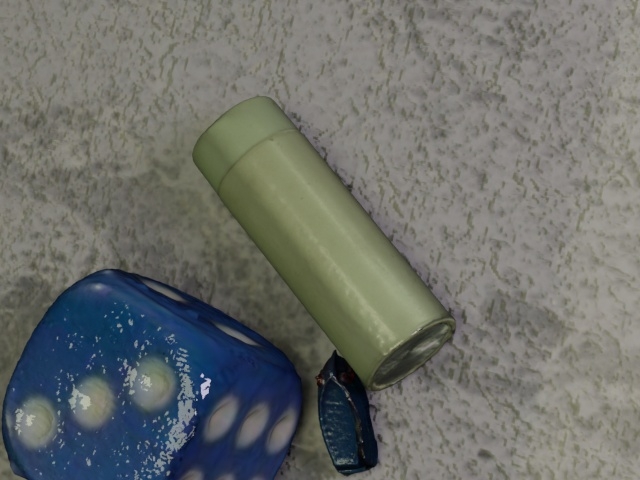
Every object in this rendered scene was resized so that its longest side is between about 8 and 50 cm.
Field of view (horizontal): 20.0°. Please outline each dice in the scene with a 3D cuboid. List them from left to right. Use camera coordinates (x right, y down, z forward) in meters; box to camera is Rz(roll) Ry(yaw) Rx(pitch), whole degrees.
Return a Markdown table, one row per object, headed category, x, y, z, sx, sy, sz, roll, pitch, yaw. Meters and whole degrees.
| category | x | y | z | sx | sy | sz | roll | pitch | yaw |
| --- | --- | --- | --- | --- | --- | --- | --- | --- | --- |
| dice | -0.107 | 0.108 | 1.173 | 0.146 | 0.143 | 0.146 | 28 | 94 | 27 |

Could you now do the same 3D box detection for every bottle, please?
| category | x | y | z | sx | sy | sz | roll | pitch | yaw |
| --- | --- | --- | --- | --- | --- | --- | --- | --- | --- |
| bottle | 0.000 | 0.000 | 1.183 | 0.072 | 0.072 | 0.201 | -43 | 69 | 11 |

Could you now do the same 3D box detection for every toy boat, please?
| category | x | y | z | sx | sy | sz | roll | pitch | yaw |
| --- | --- | --- | --- | --- | --- | --- | --- | --- | --- |
| toy boat | 0.017 | 0.112 | 1.180 | 0.038 | 0.038 | 0.083 | -9 | 96 | 21 |
